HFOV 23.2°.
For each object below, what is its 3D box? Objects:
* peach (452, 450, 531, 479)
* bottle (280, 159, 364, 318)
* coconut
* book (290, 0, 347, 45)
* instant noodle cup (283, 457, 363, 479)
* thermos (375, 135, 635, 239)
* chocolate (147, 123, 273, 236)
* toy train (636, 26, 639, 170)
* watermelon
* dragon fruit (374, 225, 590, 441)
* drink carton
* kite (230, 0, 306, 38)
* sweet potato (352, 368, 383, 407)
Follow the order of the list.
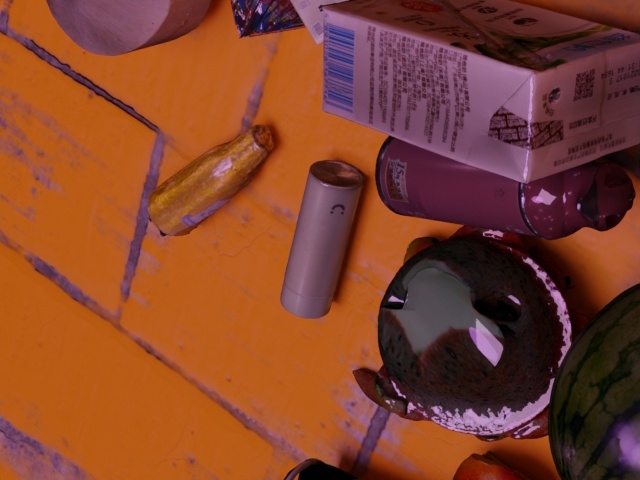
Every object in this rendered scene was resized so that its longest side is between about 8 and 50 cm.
[{"bbox_3d":[0.220,0.336,1.945,0.151,0.118,0.151,33,169,7],"label":"peach"},{"bbox_3d":[0.000,0.000,2.001,0.072,0.072,0.201,30,124,26],"label":"bottle"},{"bbox_3d":[-0.250,-0.334,1.964,0.202,0.222,0.202,11,109,33],"label":"coconut"},{"bbox_3d":[0.019,-0.298,1.896,0.111,0.014,0.077,-31,88,31],"label":"book"},{"bbox_3d":[0.069,0.410,2.041,0.236,0.215,0.215,9,113,27],"label":"instant noodle cup"},{"bbox_3d":[0.219,-0.059,1.746,0.330,0.136,0.109,11,78,49],"label":"thermos"},{"bbox_3d":[-0.143,-0.085,2.077,0.219,0.086,0.085,-37,83,40],"label":"chocolate"},{"bbox_3d":[0.380,-0.153,1.646,0.105,0.071,0.178,6,113,48],"label":"toy train"},{"bbox_3d":[0.334,0.215,1.651,0.331,0.189,0.330,162,90,-78],"label":"watermelon"},{"bbox_3d":[0.181,0.105,1.838,0.295,0.130,0.268,43,116,29],"label":"dragon fruit"},{"bbox_3d":[0.169,-0.176,1.676,0.325,0.194,0.132,24,123,45],"label":"drink carton"},{"bbox_3d":[-0.075,-0.333,1.966,0.241,0.014,0.183,48,129,14],"label":"kite"},{"bbox_3d":[0.140,0.188,1.979,0.255,0.058,0.078,-14,82,43],"label":"sweet potato"}]
